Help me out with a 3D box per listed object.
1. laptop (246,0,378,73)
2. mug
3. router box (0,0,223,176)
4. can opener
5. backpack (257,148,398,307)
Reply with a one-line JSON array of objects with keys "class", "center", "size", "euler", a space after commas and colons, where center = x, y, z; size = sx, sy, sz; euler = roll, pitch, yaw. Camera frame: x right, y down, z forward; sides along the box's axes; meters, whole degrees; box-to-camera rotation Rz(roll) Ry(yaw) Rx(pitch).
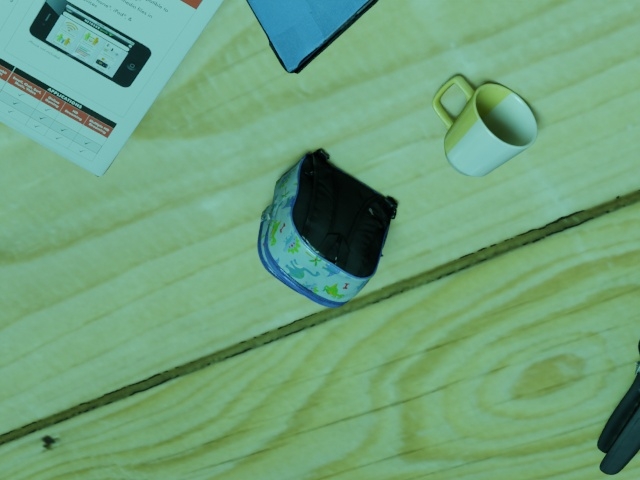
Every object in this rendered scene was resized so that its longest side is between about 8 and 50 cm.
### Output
[{"class": "laptop", "center": [-0.125, -0.307, 1.021], "size": [0.408, 0.236, 0.382], "euler": [9, 160, -22]}, {"class": "mug", "center": [0.130, -0.090, 1.423], "size": [0.062, 0.078, 0.064], "euler": [2, 148, -34]}, {"class": "router box", "center": [-0.236, -0.244, 1.342], "size": [0.335, 0.082, 0.301], "euler": [30, 127, -14]}, {"class": "can opener", "center": [0.292, 0.148, 1.572], "size": [0.073, 0.059, 0.186], "euler": [20, 129, -6]}, {"class": "backpack", "center": [0.000, 0.000, 1.473], "size": [0.105, 0.114, 0.084], "euler": [33, 127, -17]}]
